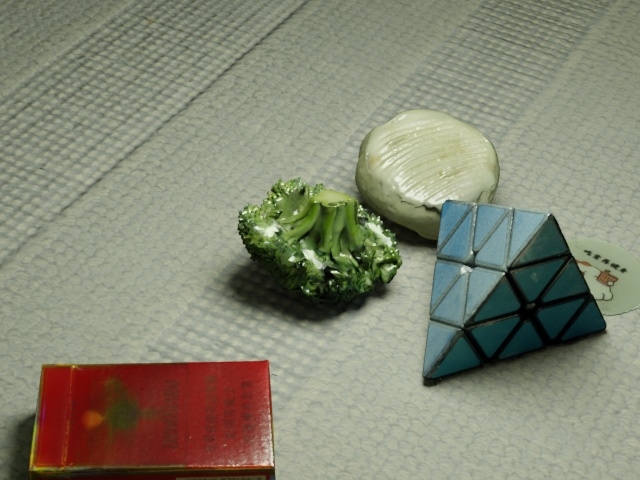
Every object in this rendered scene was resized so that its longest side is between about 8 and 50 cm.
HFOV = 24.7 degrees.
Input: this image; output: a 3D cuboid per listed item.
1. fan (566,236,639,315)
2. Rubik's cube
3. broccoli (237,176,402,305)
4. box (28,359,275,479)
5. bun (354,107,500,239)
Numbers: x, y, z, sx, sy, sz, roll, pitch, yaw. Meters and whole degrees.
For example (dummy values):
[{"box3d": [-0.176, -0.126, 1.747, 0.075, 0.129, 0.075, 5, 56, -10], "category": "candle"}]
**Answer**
[{"box3d": [0.382, 0.084, 2.248, 0.191, 0.009, 0.329, 31, 46, 29], "category": "fan"}, {"box3d": [0.270, 0.062, 2.122, 0.228, 0.233, 0.229, -6, 10, 23], "category": "Rubik's cube"}, {"box3d": [0.001, 0.003, 2.198, 0.226, 0.176, 0.198, 0, 41, 20], "category": "broccoli"}, {"box3d": [-0.219, 0.256, 1.933, 0.313, 0.089, 0.197, 0, 41, -5], "category": "box"}, {"box3d": [0.170, -0.101, 2.359, 0.239, 0.141, 0.239, 5, 49, -6], "category": "bun"}]
